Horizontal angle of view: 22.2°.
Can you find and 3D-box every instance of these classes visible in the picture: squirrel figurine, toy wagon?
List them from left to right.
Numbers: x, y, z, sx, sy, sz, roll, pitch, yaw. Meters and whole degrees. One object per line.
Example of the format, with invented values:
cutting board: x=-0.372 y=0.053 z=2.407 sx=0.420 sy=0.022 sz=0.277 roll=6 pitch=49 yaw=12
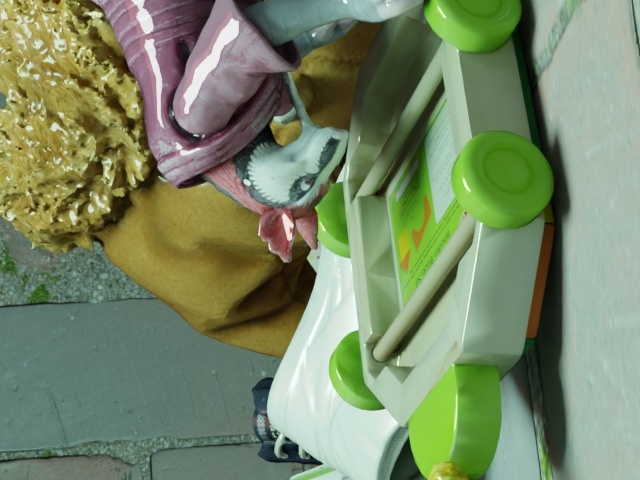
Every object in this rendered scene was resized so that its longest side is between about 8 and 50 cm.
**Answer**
squirrel figurine: x=-0.096 y=-0.103 z=1.381 sx=0.370 sy=0.397 sz=0.281 roll=126 pitch=152 yaw=-63
toy wagon: x=0.070 y=0.010 z=1.000 sx=0.267 sy=0.068 sz=0.344 roll=119 pitch=150 yaw=-56

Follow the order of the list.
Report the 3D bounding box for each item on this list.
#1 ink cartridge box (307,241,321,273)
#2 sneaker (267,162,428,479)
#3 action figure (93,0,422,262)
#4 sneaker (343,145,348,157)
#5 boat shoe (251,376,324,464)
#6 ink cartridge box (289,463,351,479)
ink cartridge box: x=0.000 y=0.000 z=2.070 sx=0.092 sy=0.090 sz=0.143 roll=-112 pitch=18 yaw=-78
sneaker: x=0.073 y=0.051 z=1.198 sx=0.169 sy=0.108 sz=0.292 roll=34 pitch=113 yaw=46
action figure: x=-0.096 y=-0.153 z=1.045 sx=0.248 sy=0.276 sz=0.370 roll=106 pitch=146 yaw=-78
sneaker: x=-0.021 y=-0.245 z=1.777 sx=0.447 sy=0.169 sz=0.257 roll=69 pitch=-178 yaw=-54
boat shoe: x=0.016 y=0.182 z=1.559 sx=0.340 sy=0.158 sz=0.127 roll=124 pitch=142 yaw=-83
ink cartridge box: x=0.083 y=0.302 z=1.321 sx=0.255 sy=0.097 sz=0.189 roll=38 pitch=-144 yaw=-47
